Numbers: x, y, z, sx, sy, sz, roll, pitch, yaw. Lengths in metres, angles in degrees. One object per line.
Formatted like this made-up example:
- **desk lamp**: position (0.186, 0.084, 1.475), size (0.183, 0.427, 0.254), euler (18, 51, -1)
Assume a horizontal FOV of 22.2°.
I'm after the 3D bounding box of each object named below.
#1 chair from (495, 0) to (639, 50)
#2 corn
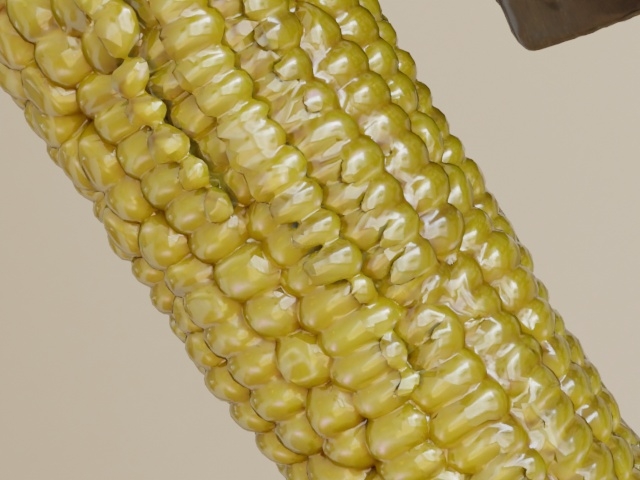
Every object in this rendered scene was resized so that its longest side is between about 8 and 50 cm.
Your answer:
- **chair**: position (0.143, -0.191, 0.622), size (0.240, 0.203, 0.416), euler (-12, 16, 28)
- **corn**: position (0.000, 0.000, 0.473), size (0.115, 0.318, 0.115), euler (-32, 6, 4)
